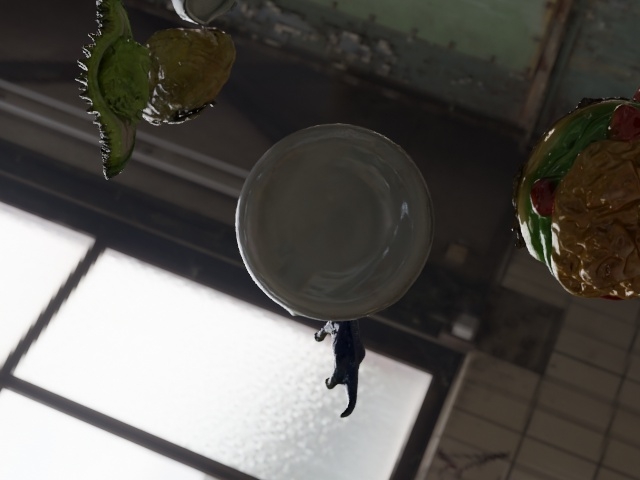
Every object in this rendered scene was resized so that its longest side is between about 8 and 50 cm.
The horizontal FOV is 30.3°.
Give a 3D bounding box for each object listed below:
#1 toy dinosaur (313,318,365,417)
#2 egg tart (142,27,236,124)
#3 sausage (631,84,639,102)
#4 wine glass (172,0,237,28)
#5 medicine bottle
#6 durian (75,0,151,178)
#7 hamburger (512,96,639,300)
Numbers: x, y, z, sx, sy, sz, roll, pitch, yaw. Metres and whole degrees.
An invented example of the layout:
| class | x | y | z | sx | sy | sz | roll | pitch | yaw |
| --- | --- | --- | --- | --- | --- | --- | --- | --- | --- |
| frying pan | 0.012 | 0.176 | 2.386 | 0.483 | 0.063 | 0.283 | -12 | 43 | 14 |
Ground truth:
| class | x | y | z | sx | sy | sz | roll | pitch | yaw |
| --- | --- | --- | --- | --- | --- | --- | --- | --- | --- |
| toy dinosaur | 0.053 | 0.173 | 2.076 | 0.188 | 0.075 | 0.247 | 113 | 157 | -47 |
| egg tart | -0.274 | -0.330 | 2.258 | 0.232 | 0.252 | 0.098 | -46 | -45 | 5 |
| sausage | 0.617 | -0.214 | 2.102 | 0.279 | 0.152 | 0.152 | -62 | -9 | 8 |
| wine glass | -0.219 | -0.419 | 1.713 | 0.165 | 0.197 | 0.165 | -50 | -23 | -30 |
| medicine bottle | 0.018 | -0.017 | 1.383 | 0.371 | 0.211 | 0.211 | 24 | -93 | -89 |
| durian | -0.357 | -0.285 | 2.028 | 0.106 | 0.132 | 0.375 | -136 | 45 | -66 |
| hamburger | 0.329 | -0.035 | 1.283 | 0.149 | 0.237 | 0.237 | -126 | 49 | -59 |
